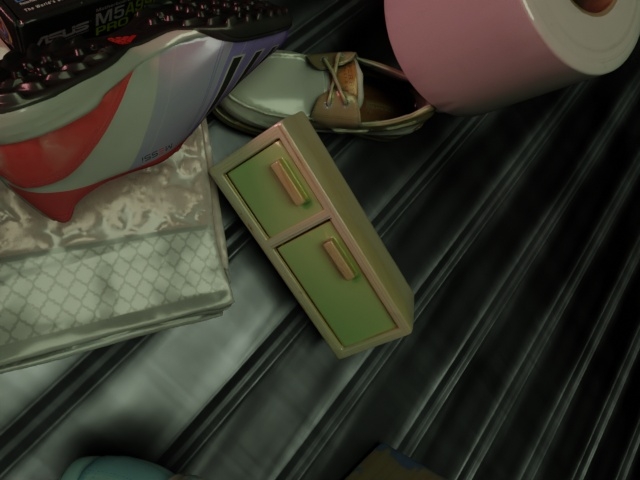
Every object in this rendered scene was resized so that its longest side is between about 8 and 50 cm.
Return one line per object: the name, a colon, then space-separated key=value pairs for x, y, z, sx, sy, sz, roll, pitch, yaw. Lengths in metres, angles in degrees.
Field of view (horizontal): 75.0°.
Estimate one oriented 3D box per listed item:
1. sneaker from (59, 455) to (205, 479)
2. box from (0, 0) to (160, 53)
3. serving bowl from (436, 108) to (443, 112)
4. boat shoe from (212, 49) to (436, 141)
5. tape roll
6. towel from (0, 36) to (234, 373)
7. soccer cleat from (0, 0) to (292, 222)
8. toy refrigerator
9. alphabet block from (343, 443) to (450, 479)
sneaker: x=-0.212 y=0.363 z=0.371 sx=0.150 sy=0.135 sz=0.366 roll=17 pitch=88 yaw=13
box: x=-0.225 y=-0.315 z=0.392 sx=0.270 sy=0.060 sz=0.216 roll=-42 pitch=98 yaw=-30
serving bowl: x=0.182 y=-0.241 z=0.661 sx=0.083 sy=0.027 sz=0.083 roll=2 pitch=85 yaw=-28
boat shoe: x=0.015 y=-0.189 z=0.522 sx=0.302 sy=0.103 sz=0.113 roll=-6 pitch=89 yaw=-29
tape roll: x=0.220 y=-0.284 z=0.479 sx=0.246 sy=0.169 sz=0.246 roll=0 pitch=91 yaw=-28
towel: x=-0.261 y=-0.045 z=0.391 sx=0.332 sy=0.053 sz=0.317 roll=-12 pitch=92 yaw=-30
soccer cleat: x=-0.143 y=-0.142 z=0.389 sx=0.318 sy=0.109 sz=0.116 roll=-45 pitch=150 yaw=-35
toy refrigerator: x=0.000 y=0.000 z=0.483 sx=0.269 sy=0.102 sz=0.094 roll=58 pitch=24 yaw=-14
alphabet block: x=0.097 y=0.402 z=0.481 sx=0.197 sy=0.192 sz=0.193 roll=-33 pitch=100 yaw=-28
